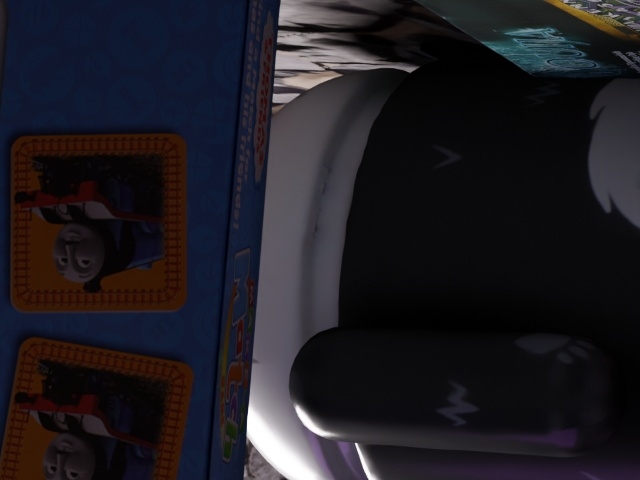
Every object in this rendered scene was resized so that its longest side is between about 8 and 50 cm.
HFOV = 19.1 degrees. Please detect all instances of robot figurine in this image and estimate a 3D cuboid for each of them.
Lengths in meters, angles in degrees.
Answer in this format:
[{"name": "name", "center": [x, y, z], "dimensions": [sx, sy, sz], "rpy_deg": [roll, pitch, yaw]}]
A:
[{"name": "robot figurine", "center": [0.094, 0.024, 0.678], "dimensions": [0.278, 0.173, 0.209], "rpy_deg": [2, 154, 25]}]

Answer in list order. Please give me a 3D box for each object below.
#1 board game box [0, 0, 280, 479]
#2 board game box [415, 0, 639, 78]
[{"name": "board game box", "center": [-0.092, 0.009, 0.369], "dimensions": [0.160, 0.211, 0.039], "rpy_deg": [4, 177, 7]}, {"name": "board game box", "center": [0.088, -0.065, 0.463], "dimensions": [0.126, 0.026, 0.186], "rpy_deg": [4, 177, 21]}]
